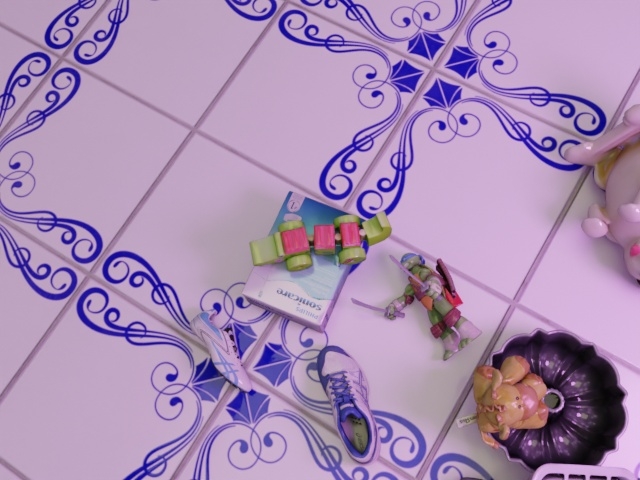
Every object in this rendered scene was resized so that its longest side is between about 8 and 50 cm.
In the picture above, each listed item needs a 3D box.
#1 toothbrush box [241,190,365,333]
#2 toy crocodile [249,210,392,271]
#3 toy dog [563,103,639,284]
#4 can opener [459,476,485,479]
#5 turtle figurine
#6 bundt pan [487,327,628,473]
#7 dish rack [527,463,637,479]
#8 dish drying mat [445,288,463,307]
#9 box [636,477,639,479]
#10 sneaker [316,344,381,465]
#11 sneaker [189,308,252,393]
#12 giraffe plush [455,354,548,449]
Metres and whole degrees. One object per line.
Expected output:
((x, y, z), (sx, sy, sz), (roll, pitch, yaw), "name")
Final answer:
((-0.036, 0.056, 1.683), (0.217, 0.126, 0.295), (21, 75, 10), "toothbrush box")
((0.000, 0.000, 1.577), (0.341, 0.105, 0.115), (-8, 73, 1), "toy crocodile")
((0.811, -0.064, 1.599), (0.396, 0.285, 0.407), (9, 67, -30), "toy dog")
((0.449, 0.589, 1.476), (0.281, 0.093, 0.074), (4, 59, 13), "can opener")
((0.235, 0.168, 1.590), (0.198, 0.275, 0.266), (-45, 75, 27), "turtle figurine")
((0.521, 0.376, 1.530), (0.331, 0.124, 0.330), (-2, 71, 5), "bundt pan")
((0.532, 0.634, 1.358), (0.286, 0.072, 0.332), (10, 72, -20), "dish rack")
((0.328, 0.132, 1.687), (0.032, 0.008, 0.083), (-28, 72, -5), "dish drying mat")
((0.647, 0.641, 1.470), (0.225, 0.036, 0.136), (-24, 64, -4), "box")
((0.071, 0.380, 1.567), (0.112, 0.131, 0.296), (-23, 70, 0), "sneaker")
((-0.237, 0.274, 1.652), (0.086, 0.085, 0.237), (-36, 74, -2), "sneaker")
((0.390, 0.339, 1.399), (0.210, 0.170, 0.181), (-33, 72, -6), "giraffe plush")
